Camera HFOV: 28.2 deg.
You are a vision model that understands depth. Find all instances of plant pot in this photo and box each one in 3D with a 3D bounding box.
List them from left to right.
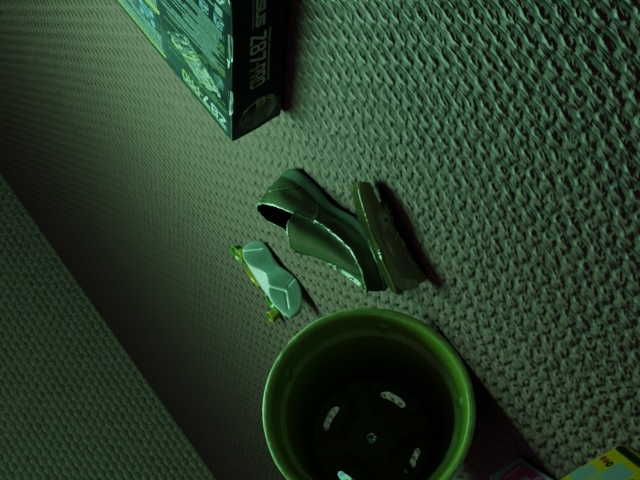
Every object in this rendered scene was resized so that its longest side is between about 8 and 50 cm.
[{"bbox_3d":[0.070,0.255,1.767,0.276,0.276,0.254,52,172,16],"label":"plant pot"}]

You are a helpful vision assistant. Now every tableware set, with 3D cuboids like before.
[{"bbox_3d":[-0.110,0.076,2.234,0.154,0.024,0.104,62,161,-13],"label":"tableware set"}]

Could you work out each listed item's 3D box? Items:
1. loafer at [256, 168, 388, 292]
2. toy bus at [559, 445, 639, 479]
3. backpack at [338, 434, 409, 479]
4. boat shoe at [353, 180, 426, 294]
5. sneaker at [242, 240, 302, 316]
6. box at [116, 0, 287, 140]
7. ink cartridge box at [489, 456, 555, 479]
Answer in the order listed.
[{"bbox_3d":[0.000,0.000,1.744,0.251,0.087,0.094,42,155,39],"label":"loafer"},{"bbox_3d":[0.372,0.378,1.328,0.332,0.130,0.108,63,173,-16],"label":"toy bus"},{"bbox_3d":[0.093,0.442,2.115,0.188,0.144,0.166,44,141,2],"label":"backpack"},{"bbox_3d":[0.085,-0.009,1.605,0.056,0.048,0.153,-163,49,-80],"label":"boat shoe"},{"bbox_3d":[-0.073,0.068,2.101,0.152,0.054,0.061,54,171,28],"label":"sneaker"},{"bbox_3d":[-0.193,-0.361,1.645,0.395,0.097,0.318,50,158,20],"label":"box"},{"bbox_3d":[0.345,0.411,1.580,0.311,0.065,0.185,32,149,56],"label":"ink cartridge box"}]
